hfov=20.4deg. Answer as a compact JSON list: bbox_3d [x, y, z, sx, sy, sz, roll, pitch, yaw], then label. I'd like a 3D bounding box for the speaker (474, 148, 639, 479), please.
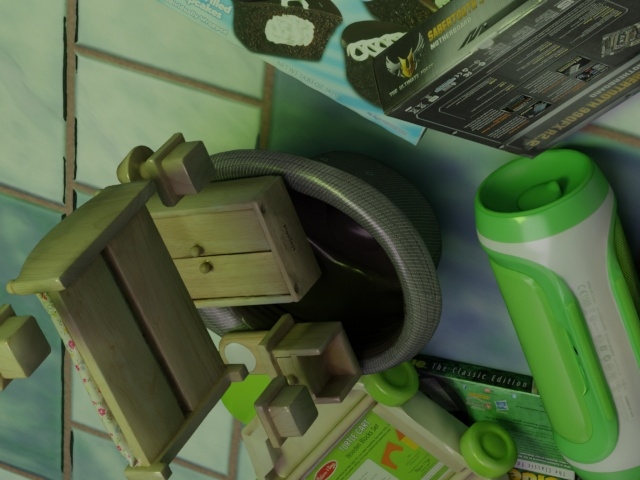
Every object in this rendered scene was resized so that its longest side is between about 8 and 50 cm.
[{"bbox_3d":[0.232,0.071,1.576,0.131,0.131,0.296,-6,121,29],"label":"speaker"}]

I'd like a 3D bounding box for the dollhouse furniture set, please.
[{"bbox_3d":[-0.160,0.102,1.476,0.173,0.355,0.303,-5,120,36],"label":"dollhouse furniture set"}]

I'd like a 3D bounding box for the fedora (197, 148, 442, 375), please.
[{"bbox_3d":[0.000,0.000,1.635,0.275,0.124,0.244,9,127,27],"label":"fedora"}]

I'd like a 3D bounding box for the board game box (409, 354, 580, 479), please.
[{"bbox_3d":[0.131,0.178,1.771,0.259,0.030,0.136,11,126,18],"label":"board game box"}]

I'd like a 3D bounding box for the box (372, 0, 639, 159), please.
[{"bbox_3d":[0.184,-0.156,1.408,0.183,0.056,0.231,12,147,-40],"label":"box"}]

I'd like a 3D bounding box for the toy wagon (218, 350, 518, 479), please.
[{"bbox_3d":[0.027,0.207,1.780,0.344,0.068,0.267,37,133,-3],"label":"toy wagon"}]

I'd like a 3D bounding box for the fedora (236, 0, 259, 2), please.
[{"bbox_3d":[-0.064,-0.355,1.336,0.152,0.334,0.334,27,138,42],"label":"fedora"}]

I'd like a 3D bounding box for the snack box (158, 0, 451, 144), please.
[{"bbox_3d":[-0.016,-0.236,1.509,0.322,0.060,0.187,29,131,4],"label":"snack box"}]
